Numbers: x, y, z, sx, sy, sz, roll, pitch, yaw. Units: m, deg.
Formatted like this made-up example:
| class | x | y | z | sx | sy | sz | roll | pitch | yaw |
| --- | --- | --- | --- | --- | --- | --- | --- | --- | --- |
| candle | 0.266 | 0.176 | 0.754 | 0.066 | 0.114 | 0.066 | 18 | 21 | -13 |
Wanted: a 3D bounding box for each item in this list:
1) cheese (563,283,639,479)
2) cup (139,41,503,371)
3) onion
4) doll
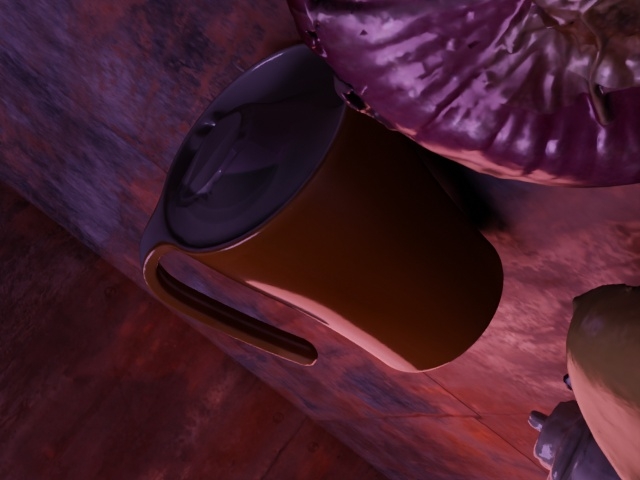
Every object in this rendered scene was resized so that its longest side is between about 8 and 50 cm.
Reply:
| class | x | y | z | sx | sy | sz | roll | pitch | yaw |
| --- | --- | --- | --- | --- | --- | --- | --- | --- | --- |
| cheese | 0.273 | 0.129 | 0.666 | 0.316 | 0.128 | 0.259 | 39 | 148 | 40 |
| cup | 0.000 | 0.000 | 0.844 | 0.264 | 0.226 | 0.182 | 40 | -161 | -35 |
| onion | 0.095 | -0.125 | 0.379 | 0.230 | 0.163 | 0.230 | 2 | 134 | 2 |
| doll | 0.311 | 0.225 | 0.975 | 0.293 | 0.119 | 0.138 | 27 | -161 | 29 |
